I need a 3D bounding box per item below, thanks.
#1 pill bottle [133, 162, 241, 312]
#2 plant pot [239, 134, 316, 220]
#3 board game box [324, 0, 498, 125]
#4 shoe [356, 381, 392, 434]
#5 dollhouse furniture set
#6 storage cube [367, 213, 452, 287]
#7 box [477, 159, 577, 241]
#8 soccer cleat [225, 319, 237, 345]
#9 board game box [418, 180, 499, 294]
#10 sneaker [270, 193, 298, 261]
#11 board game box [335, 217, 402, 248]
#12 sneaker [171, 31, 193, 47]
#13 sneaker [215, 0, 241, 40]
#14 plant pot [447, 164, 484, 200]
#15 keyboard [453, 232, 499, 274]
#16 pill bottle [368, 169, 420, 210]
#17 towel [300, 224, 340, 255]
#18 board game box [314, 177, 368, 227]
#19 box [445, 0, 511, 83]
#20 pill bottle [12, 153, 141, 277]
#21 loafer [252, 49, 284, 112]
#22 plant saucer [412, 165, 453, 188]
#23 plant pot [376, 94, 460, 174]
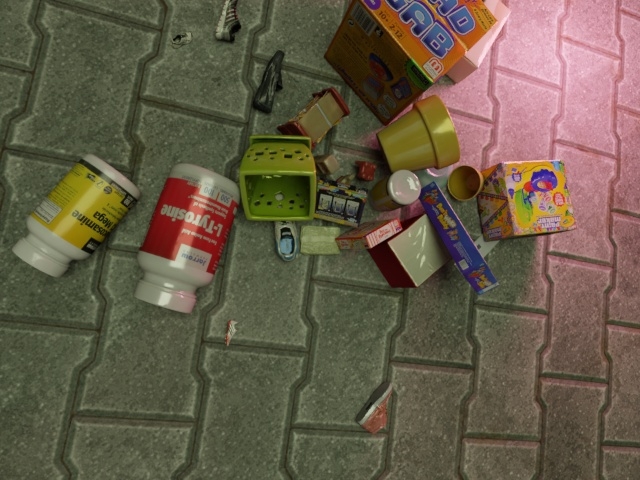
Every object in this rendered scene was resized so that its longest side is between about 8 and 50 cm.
[{"bbox_3d":[-0.404,-0.003,1.243,0.228,0.229,0.408,19,80,-13],"label":"pill bottle"},{"bbox_3d":[-0.128,-0.209,1.312,0.227,0.227,0.207,1,53,-3],"label":"plant pot"},{"bbox_3d":[0.294,-0.701,1.441,0.356,0.356,0.356,46,74,-7],"label":"board game box"},{"bbox_3d":[0.209,0.588,1.445,0.081,0.063,0.178,43,81,-9],"label":"shoe"},{"bbox_3d":[0.047,-0.320,1.466,0.201,0.152,0.374,-45,114,-16],"label":"dollhouse furniture set"},{"bbox_3d":[0.312,0.043,1.458,0.183,0.193,0.215,-35,93,-16],"label":"storage cube"},{"bbox_3d":[0.795,-0.153,1.615,0.289,0.177,0.280,-6,84,-16],"label":"box"},{"bbox_3d":[-0.291,0.303,1.348,0.035,0.029,0.084,8,78,-11],"label":"soccer cleat"},{"bbox_3d":[0.465,-0.008,1.410,0.078,0.233,0.347,-32,53,17],"label":"board game box"},{"bbox_3d":[-0.120,-0.047,1.402,0.085,0.086,0.238,-9,86,-15],"label":"sneaker"},{"bbox_3d":[0.161,-0.020,1.408,0.146,0.193,0.045,-28,101,-27],"label":"board game box"},{"bbox_3d":[-0.465,-0.682,1.393,0.083,0.037,0.032,-44,95,-17],"label":"sneaker"},{"bbox_3d":[-0.307,-0.770,1.434,0.074,0.063,0.171,18,85,-13],"label":"sneaker"},{"bbox_3d":[0.579,-0.225,1.605,0.095,0.134,0.135,-10,87,-44],"label":"plant pot"},{"bbox_3d":[0.633,0.036,1.644,0.256,0.014,0.072,-42,91,-16],"label":"keyboard"},{"bbox_3d":[0.252,-0.168,1.453,0.119,0.208,0.119,1,85,-15],"label":"pill bottle"},{"bbox_3d":[0.000,0.000,1.460,0.147,0.027,0.110,2,85,-15],"label":"towel"},{"bbox_3d":[0.066,-0.128,1.415,0.170,0.141,0.048,14,41,3],"label":"board game box"},{"bbox_3d":[0.611,-0.806,1.653,0.121,0.148,0.311,34,78,-10],"label":"box"},{"bbox_3d":[-0.698,-0.068,1.188,0.187,0.188,0.334,37,77,-9],"label":"pill bottle"},{"bbox_3d":[-0.167,-0.556,1.448,0.078,0.076,0.224,22,84,-18],"label":"loafer"},{"bbox_3d":[0.444,-0.296,1.610,0.194,0.037,0.195,2,84,-16],"label":"plant saucer"},{"bbox_3d":[0.337,-0.354,1.475,0.238,0.254,0.254,-21,90,9],"label":"plant pot"}]
